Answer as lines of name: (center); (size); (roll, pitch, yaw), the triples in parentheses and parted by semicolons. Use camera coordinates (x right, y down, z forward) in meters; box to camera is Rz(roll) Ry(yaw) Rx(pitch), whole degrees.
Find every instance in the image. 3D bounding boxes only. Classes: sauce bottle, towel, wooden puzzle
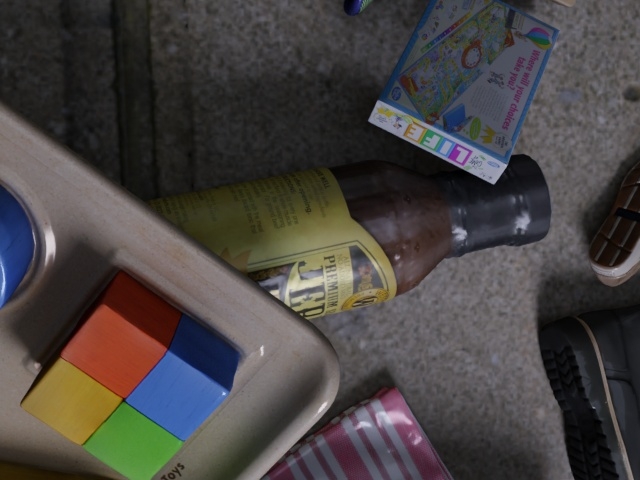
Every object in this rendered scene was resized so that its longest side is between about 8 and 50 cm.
sauce bottle: (0.000, 0.000, 0.706); (0.345, 0.111, 0.111); (-13, 94, -10)
towel: (0.014, 0.224, 0.755); (0.197, 0.029, 0.144); (-33, 97, -10)
wooden puzzle: (-0.214, 0.092, 0.610); (0.348, 0.080, 0.322); (39, 112, -8)

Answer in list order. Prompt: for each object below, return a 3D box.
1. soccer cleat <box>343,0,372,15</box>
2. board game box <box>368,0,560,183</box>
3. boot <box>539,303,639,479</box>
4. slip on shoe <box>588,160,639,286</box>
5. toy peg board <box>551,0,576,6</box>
soccer cleat: (-0.057, -0.269, 0.690); (0.289, 0.093, 0.121); (29, 93, -18)
board game box: (0.111, -0.126, 0.727); (0.103, 0.026, 0.154); (27, 56, 1)
boot: (0.274, 0.144, 0.792); (0.137, 0.077, 0.197); (-16, 95, -17)
slip on shoe: (0.271, -0.020, 0.804); (0.135, 0.051, 0.041); (-55, 141, -14)
toy peg board: (0.150, -0.285, 0.740); (0.161, 0.079, 0.160); (10, 104, -41)
